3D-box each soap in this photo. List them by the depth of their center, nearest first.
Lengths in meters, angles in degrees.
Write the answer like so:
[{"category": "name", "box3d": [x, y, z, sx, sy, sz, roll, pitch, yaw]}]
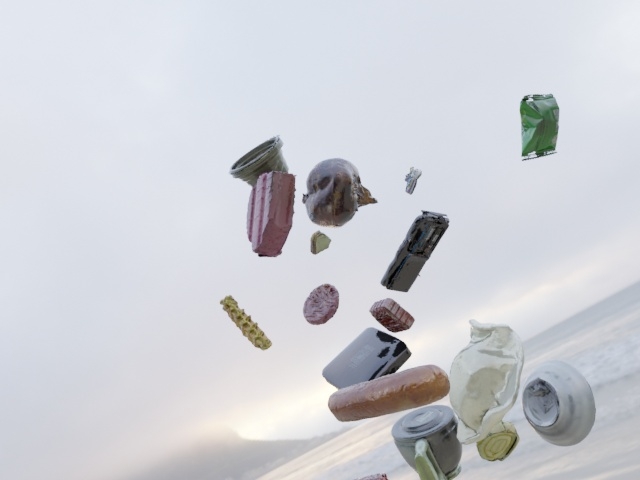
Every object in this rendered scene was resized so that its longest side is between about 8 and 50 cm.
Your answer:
[{"category": "soap", "box3d": [-0.173, -0.084, 1.812, 0.112, 0.288, 0.182, 8, -5, -27]}]

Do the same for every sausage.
[{"category": "sausage", "box3d": [0.125, 0.321, 1.097, 0.103, 0.076, 0.302, -6, -17, -47]}]

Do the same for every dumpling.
[{"category": "dumpling", "box3d": [0.437, 0.360, 1.337, 0.187, 0.317, 0.243, 11, -12, -20]}]

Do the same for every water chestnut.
[{"category": "water chestnut", "box3d": [0.096, -0.212, 2.457, 0.348, 0.334, 0.335, 12, -19, 7]}]

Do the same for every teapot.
[{"category": "teapot", "box3d": [0.409, 0.738, 1.860, 0.240, 0.239, 0.321, -23, 1, -11]}]

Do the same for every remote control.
[{"category": "remote control", "box3d": [0.361, 0.056, 2.032, 0.145, 0.062, 0.398, 9, -50, -15]}]

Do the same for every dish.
[{"category": "dish", "box3d": [0.840, 0.598, 1.958, 0.107, 0.316, 0.316, 7, -34, -26]}]

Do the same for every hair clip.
[{"category": "hair clip", "box3d": [0.389, -0.249, 2.233, 0.049, 0.115, 0.172, 7, 14, -1]}]

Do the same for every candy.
[{"category": "candy", "box3d": [0.690, -0.360, 1.674, 0.142, 0.202, 0.078, -9, 12, -7]}]

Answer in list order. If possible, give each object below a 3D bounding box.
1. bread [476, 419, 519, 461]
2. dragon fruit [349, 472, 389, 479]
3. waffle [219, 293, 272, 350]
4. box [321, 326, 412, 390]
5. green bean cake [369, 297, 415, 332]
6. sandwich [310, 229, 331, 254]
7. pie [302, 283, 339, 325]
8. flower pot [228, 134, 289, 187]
[{"category": "bread", "box3d": [0.567, 0.647, 1.716, 0.118, 0.064, 0.156, 19, -64, -9]}, {"category": "dragon fruit", "box3d": [0.112, 0.807, 1.547, 0.317, 0.204, 0.152, -4, -24, -27]}, {"category": "waffle", "box3d": [-0.226, 0.245, 1.581, 0.046, 0.191, 0.161, -39, 17, -21]}, {"category": "box", "box3d": [0.166, 0.457, 1.974, 0.289, 0.073, 0.290, -40, 21, -18]}, {"category": "green bean cake", "box3d": [0.251, 0.269, 1.885, 0.056, 0.136, 0.135, -53, 8, -29]}, {"category": "sandwich", "box3d": [0.000, 0.000, 2.148, 0.093, 0.036, 0.104, -33, -38, -26]}, {"category": "pie", "box3d": [0.001, 0.217, 1.810, 0.155, 0.154, 0.036, -34, -47, 18]}, {"category": "flower pot", "box3d": [-0.208, -0.265, 1.945, 0.236, 0.140, 0.235, -29, 25, 15]}]
